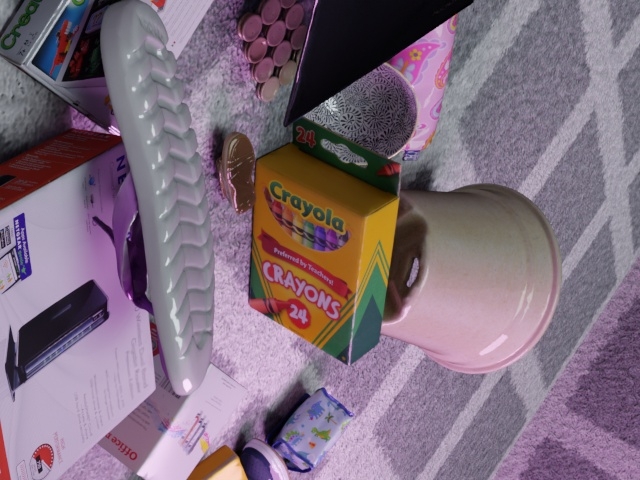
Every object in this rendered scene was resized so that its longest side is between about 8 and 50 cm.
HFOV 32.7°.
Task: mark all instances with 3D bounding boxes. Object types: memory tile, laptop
[{"bbox_3d":[-0.057,-0.261,1.434,0.113,0.012,0.148,-47,148,-22],"label":"memory tile"},{"bbox_3d":[0.056,-0.414,1.312,0.382,0.236,0.408,-37,108,-27],"label":"laptop"}]

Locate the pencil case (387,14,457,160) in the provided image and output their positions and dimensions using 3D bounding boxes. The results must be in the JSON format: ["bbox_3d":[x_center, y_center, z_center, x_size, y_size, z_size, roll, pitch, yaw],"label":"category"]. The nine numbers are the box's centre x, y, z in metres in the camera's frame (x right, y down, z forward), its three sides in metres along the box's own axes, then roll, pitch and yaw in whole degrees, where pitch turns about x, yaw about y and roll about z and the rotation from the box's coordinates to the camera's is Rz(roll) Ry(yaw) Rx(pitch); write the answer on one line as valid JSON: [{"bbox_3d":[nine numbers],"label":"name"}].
[{"bbox_3d":[0.129,-0.267,1.612,0.124,0.124,0.284,-28,138,-44],"label":"pencil case"}]

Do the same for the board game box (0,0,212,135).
[{"bbox_3d":[-0.194,-0.278,1.165,0.305,0.053,0.193,-59,151,-5],"label":"board game box"}]

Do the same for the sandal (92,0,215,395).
[{"bbox_3d":[-0.186,-0.041,1.155,0.169,0.102,0.416,-47,131,-74],"label":"sandal"}]

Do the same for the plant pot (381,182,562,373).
[{"bbox_3d":[0.172,0.046,1.790,0.305,0.334,0.334,11,106,-47],"label":"plant pot"}]

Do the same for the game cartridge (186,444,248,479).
[{"bbox_3d":[-0.229,0.507,1.694,0.323,0.052,0.285,-32,130,-21],"label":"game cartridge"}]

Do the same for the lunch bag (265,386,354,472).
[{"bbox_3d":[-0.024,0.337,1.918,0.129,0.096,0.151,-47,177,-22],"label":"lunch bag"}]

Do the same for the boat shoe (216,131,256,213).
[{"bbox_3d":[-0.117,-0.094,1.451,0.050,0.045,0.135,-32,144,-28],"label":"boat shoe"}]

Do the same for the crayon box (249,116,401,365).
[{"bbox_3d":[0.000,0.000,1.558,0.081,0.202,0.318,-31,138,-41],"label":"crayon box"}]

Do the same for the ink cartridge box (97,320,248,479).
[{"bbox_3d":[-0.216,0.229,1.491,0.176,0.128,0.127,-54,150,-10],"label":"ink cartridge box"}]

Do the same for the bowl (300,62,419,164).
[{"bbox_3d":[0.058,-0.200,1.555,0.080,0.170,0.170,-76,175,-57],"label":"bowl"}]

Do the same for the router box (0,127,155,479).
[{"bbox_3d":[-0.305,0.086,1.158,0.301,0.082,0.335,-43,138,-53],"label":"router box"}]

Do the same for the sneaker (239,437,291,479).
[{"bbox_3d":[-0.137,0.472,1.852,0.153,0.099,0.282,-36,145,-40],"label":"sneaker"}]
